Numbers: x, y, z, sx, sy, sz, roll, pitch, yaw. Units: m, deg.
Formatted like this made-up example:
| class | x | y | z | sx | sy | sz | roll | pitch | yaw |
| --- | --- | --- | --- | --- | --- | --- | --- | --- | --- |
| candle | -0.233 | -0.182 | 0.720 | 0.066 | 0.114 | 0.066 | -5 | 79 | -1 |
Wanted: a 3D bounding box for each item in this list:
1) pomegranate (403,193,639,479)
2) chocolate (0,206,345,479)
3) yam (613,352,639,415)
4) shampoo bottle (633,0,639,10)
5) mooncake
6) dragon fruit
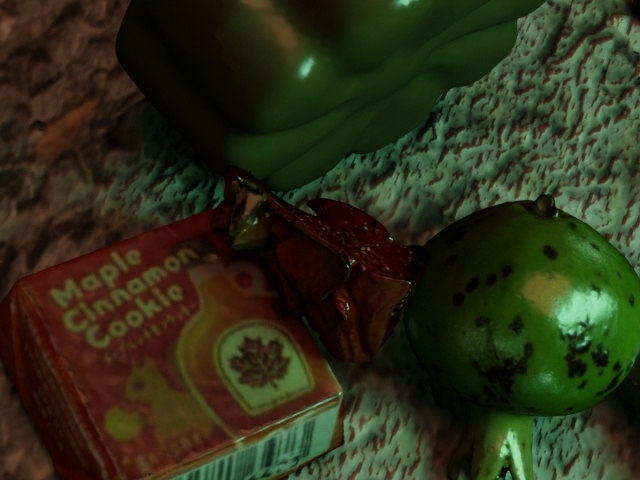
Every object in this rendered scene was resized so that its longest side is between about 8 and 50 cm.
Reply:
| class | x | y | z | sx | sy | sz | roll | pitch | yaw |
| --- | --- | --- | --- | --- | --- | --- | --- | --- | --- |
| pomegranate | 0.169 | 0.087 | 1.355 | 0.211 | 0.211 | 0.263 | 11 | 100 | -9 |
| chocolate | -0.124 | 0.102 | 1.303 | 0.237 | 0.108 | 0.235 | -21 | 67 | -23 |
| yam | 0.365 | 0.181 | 1.360 | 0.093 | 0.093 | 0.259 | -24 | 52 | -25 |
| shampoo bottle | 0.379 | -0.243 | 1.658 | 0.057 | 0.063 | 0.207 | -10 | 63 | -32 |
| mooncake | 0.020 | -0.202 | 1.367 | 0.378 | 0.378 | 0.201 | -32 | 79 | -28 |
| dragon fruit | -0.002 | -0.007 | 1.271 | 0.192 | 0.092 | 0.122 | 38 | 71 | 16 |
